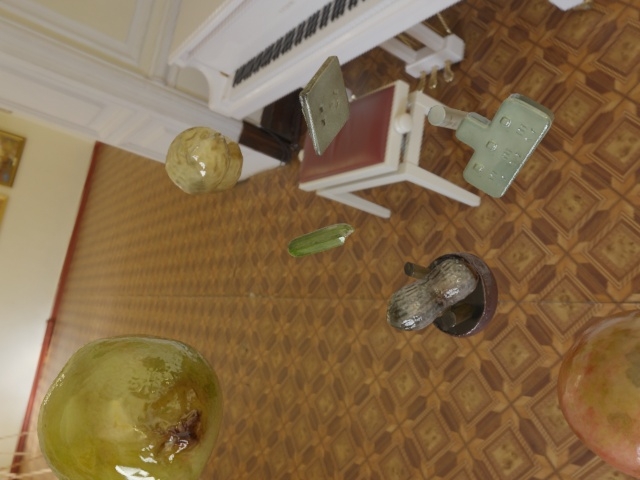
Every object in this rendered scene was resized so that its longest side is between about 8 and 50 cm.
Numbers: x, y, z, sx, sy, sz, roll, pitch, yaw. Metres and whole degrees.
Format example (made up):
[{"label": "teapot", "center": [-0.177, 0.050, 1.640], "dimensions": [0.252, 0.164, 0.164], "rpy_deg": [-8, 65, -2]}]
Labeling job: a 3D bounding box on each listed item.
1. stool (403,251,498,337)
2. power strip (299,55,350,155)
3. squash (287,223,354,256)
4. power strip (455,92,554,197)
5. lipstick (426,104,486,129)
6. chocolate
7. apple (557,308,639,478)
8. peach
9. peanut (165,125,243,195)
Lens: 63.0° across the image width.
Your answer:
[{"label": "stool", "center": [0.386, 0.166, 1.611], "dimensions": [0.272, 0.179, 0.271], "rpy_deg": [-9, 78, 50]}, {"label": "power strip", "center": [-0.001, -0.362, 1.392], "dimensions": [0.065, 0.198, 0.213], "rpy_deg": [9, 49, 27]}, {"label": "squash", "center": [0.000, 0.000, 1.588], "dimensions": [0.239, 0.069, 0.069], "rpy_deg": [-19, 59, 30]}, {"label": "power strip", "center": [0.444, -0.253, 1.337], "dimensions": [0.194, 0.059, 0.264], "rpy_deg": [34, 136, 14]}, {"label": "lipstick", "center": [0.413, -0.356, 1.553], "dimensions": [0.059, 0.264, 0.059], "rpy_deg": [5, 97, 44]}, {"label": "chocolate", "center": [0.265, 0.130, 1.245], "dimensions": [0.248, 0.110, 0.110], "rpy_deg": [-36, 38, -4]}, {"label": "apple", "center": [0.714, 0.319, 1.134], "dimensions": [0.364, 0.364, 0.363], "rpy_deg": [-28, 54, 47]}, {"label": "peach", "center": [-0.314, 0.302, 0.899], "dimensions": [0.281, 0.314, 0.315], "rpy_deg": [-46, -3, -40]}, {"label": "peanut", "center": [-0.178, -0.121, 0.815], "dimensions": [0.229, 0.098, 0.103], "rpy_deg": [-89, 15, -84]}]
